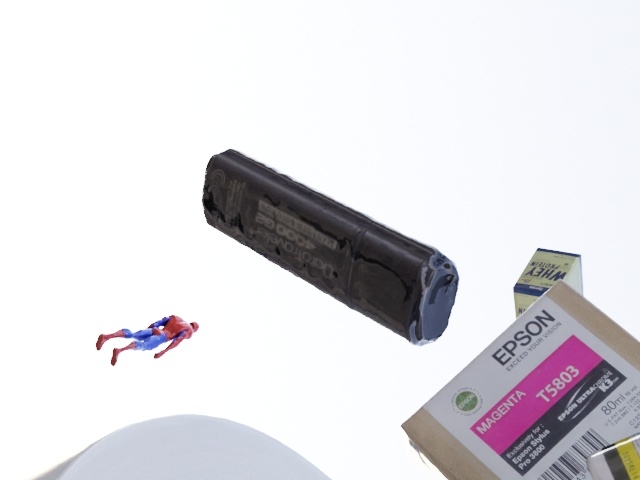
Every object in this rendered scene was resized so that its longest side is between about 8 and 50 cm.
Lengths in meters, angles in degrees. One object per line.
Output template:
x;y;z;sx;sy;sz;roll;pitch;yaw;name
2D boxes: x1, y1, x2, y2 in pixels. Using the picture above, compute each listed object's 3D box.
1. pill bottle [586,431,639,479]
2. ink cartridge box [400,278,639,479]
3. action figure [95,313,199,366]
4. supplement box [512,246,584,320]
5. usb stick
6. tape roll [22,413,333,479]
0.334;0.187;1.175;0.119;0.209;0.119;62;8;-15;pill bottle
0.227;0.183;1.423;0.193;0.235;0.088;41;-16;29;ink cartridge box
-0.158;0.092;1.366;0.038;0.115;0.030;37;-56;33;action figure
0.269;0.068;1.701;0.083;0.056;0.083;-51;141;-44;supplement box
0.000;0.000;1.139;0.278;0.045;0.077;28;-62;43;usb stick
-0.037;0.277;0.727;0.072;0.392;0.392;-31;-133;29;tape roll
